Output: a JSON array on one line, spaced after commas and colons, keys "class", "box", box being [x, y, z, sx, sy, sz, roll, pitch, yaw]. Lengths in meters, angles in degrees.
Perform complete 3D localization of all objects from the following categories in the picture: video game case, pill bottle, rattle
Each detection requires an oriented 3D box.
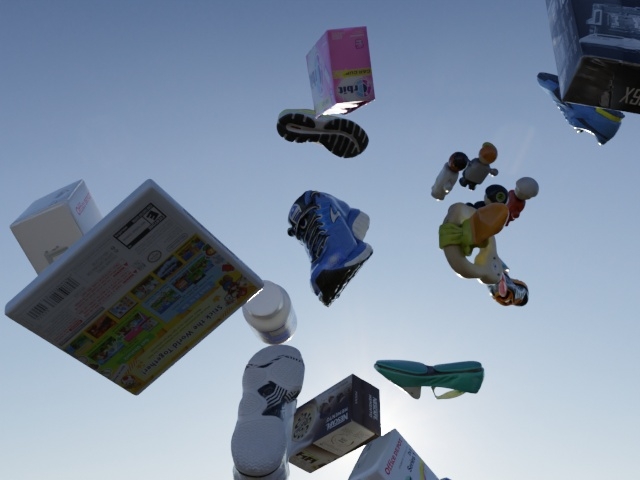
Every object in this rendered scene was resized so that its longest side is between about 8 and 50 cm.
[{"class": "video game case", "box": [-0.216, 0.066, 0.765, 0.227, 0.026, 0.206, -41, -55, 3]}, {"class": "pill bottle", "box": [-0.158, 0.219, 1.942, 0.153, 0.152, 0.272, -4, -24, 4]}, {"class": "rattle", "box": [0.300, 0.014, 1.039, 0.143, 0.130, 0.200, -31, -65, 35]}]

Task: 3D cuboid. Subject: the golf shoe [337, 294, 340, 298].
[{"class": "golf shoe", "box": [0.036, 0.071, 1.703, 0.068, 0.086, 0.185, 5, -66, 19]}]

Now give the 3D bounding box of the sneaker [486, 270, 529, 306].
[{"class": "sneaker", "box": [0.509, 0.145, 1.723, 0.084, 0.083, 0.215, -29, -41, 31]}]

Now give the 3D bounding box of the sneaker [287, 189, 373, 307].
[{"class": "sneaker", "box": [0.000, 0.000, 1.107, 0.147, 0.330, 0.129, 34, -72, -10]}]

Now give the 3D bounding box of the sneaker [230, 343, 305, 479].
[{"class": "sneaker", "box": [-0.121, 0.414, 1.422, 0.138, 0.365, 0.210, 8, -55, 3]}]

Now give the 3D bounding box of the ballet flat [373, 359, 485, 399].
[{"class": "ballet flat", "box": [0.242, 0.315, 1.410, 0.248, 0.087, 0.083, 0, 7, 5]}]

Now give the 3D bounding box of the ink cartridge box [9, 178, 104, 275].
[{"class": "ink cartridge box", "box": [-0.472, 0.042, 1.255, 0.117, 0.207, 0.282, -24, -70, -4]}]

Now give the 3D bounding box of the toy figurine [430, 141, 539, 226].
[{"class": "toy figurine", "box": [0.401, -0.133, 1.549, 0.213, 0.209, 0.148, -14, -33, -37]}]

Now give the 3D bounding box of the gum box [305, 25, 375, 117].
[{"class": "gum box", "box": [0.027, -0.260, 0.999, 0.062, 0.107, 0.188, -9, 6, -10]}]

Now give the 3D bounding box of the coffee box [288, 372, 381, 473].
[{"class": "coffee box", "box": [0.034, 0.545, 1.870, 0.119, 0.168, 0.297, 36, -56, -24]}]

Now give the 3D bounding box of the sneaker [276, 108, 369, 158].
[{"class": "sneaker", "box": [0.004, -0.237, 1.327, 0.209, 0.094, 0.081, 14, -68, -20]}]

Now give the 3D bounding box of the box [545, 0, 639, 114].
[{"class": "box", "box": [0.463, -0.294, 0.903, 0.243, 0.307, 0.076, 11, -42, 3]}]

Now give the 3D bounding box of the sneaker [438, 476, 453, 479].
[{"class": "sneaker", "box": [0.224, 0.359, 0.827, 0.085, 0.058, 0.152, -33, -80, 29]}]

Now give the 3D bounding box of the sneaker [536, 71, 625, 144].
[{"class": "sneaker", "box": [0.528, -0.277, 1.323, 0.069, 0.209, 0.082, -19, -37, -41]}]

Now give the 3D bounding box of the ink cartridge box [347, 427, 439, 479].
[{"class": "ink cartridge box", "box": [0.214, 0.646, 1.581, 0.117, 0.278, 0.201, -41, -2, 24]}]
